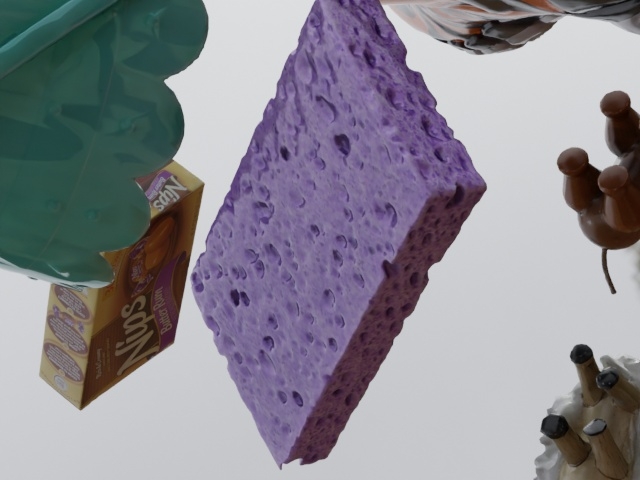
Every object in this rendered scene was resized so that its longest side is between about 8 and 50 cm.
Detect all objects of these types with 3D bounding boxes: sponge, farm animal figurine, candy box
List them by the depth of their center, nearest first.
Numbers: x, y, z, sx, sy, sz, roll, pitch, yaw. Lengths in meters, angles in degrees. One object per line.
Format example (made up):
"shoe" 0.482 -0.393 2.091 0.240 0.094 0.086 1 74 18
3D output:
"sponge" 0.000 0.000 0.842 0.031 0.117 0.210 -10 -34 -30
"farm animal figurine" 0.305 0.035 1.066 0.172 0.330 0.327 55 -140 -47
"candy box" -0.152 0.032 1.402 0.109 0.053 0.187 -36 -27 -38

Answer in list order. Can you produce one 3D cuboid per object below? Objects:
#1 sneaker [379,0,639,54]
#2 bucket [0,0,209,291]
"sneaker" 0.050 -0.165 0.918 0.180 0.321 0.125 6 -90 -19
"bucket" -0.196 -0.114 1.082 0.183 0.281 0.281 11 -55 -22
